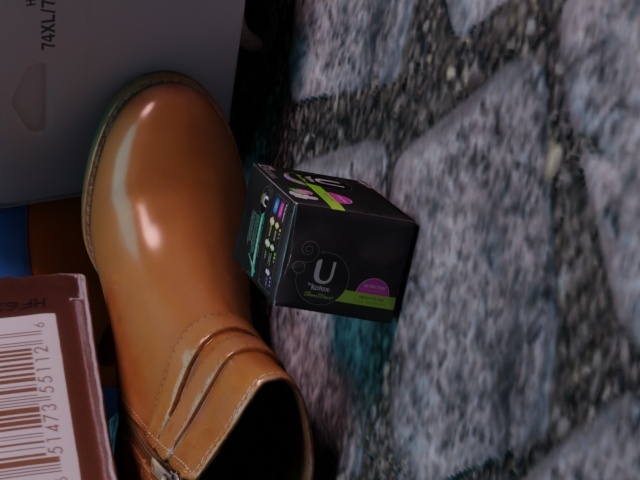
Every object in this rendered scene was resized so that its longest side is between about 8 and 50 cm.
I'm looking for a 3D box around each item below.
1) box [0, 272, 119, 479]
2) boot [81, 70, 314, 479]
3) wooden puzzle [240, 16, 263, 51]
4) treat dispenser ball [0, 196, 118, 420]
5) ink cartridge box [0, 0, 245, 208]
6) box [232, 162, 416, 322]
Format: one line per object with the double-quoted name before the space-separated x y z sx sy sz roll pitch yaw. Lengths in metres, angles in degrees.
"box" -0.184 0.223 0.945 0.191 0.143 0.381 -108 17 -44
"boot" -0.068 0.051 0.862 0.220 0.109 0.284 -159 75 -72
"wooden puzzle" -0.076 -0.261 1.040 0.221 0.044 0.239 -134 38 -63
"treat dispenser ball" -0.250 0.025 1.130 0.288 0.288 0.288 -173 90 -71
"ink cartridge box" -0.180 -0.186 0.999 0.198 0.197 0.270 102 153 -51
"box" 0.000 0.000 0.759 0.083 0.062 0.052 -138 59 -67
